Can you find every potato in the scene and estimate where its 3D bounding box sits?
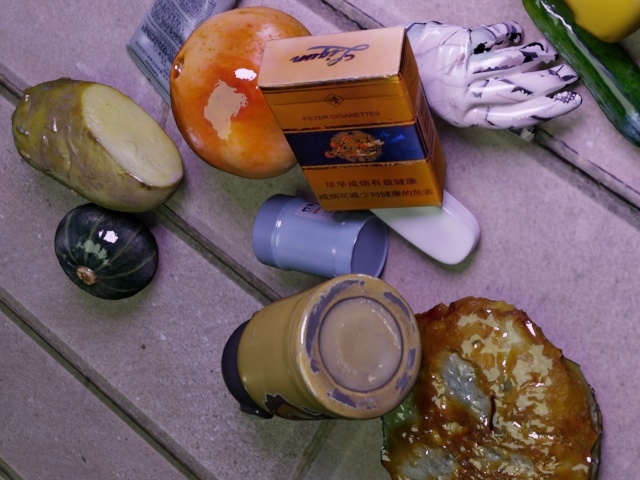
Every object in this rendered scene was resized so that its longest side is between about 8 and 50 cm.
[{"bbox_3d":[-0.325,-0.141,1.373,0.298,0.141,0.176,24,136,17],"label":"potato"}]

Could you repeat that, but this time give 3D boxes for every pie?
[{"bbox_3d":[0.211,0.236,1.182,0.288,0.103,0.355,8,108,33],"label":"pie"}]

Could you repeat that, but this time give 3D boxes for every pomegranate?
[{"bbox_3d":[-0.089,-0.176,1.141,0.209,0.209,0.209,15,119,30],"label":"pomegranate"}]

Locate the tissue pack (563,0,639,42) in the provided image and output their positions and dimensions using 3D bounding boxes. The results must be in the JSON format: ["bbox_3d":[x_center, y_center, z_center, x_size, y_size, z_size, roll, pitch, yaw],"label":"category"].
[{"bbox_3d":[0.261,-0.288,0.886,0.178,0.123,0.127,42,133,13],"label":"tissue pack"}]

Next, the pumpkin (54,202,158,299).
[{"bbox_3d":[-0.333,0.016,1.456,0.167,0.125,0.167,29,150,19],"label":"pumpkin"}]

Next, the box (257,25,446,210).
[{"bbox_3d":[0.043,-0.124,1.024,0.152,0.070,0.237,-2,146,19],"label":"box"}]

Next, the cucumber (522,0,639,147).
[{"bbox_3d":[0.298,-0.170,0.962,0.250,0.056,0.056,53,131,4],"label":"cucumber"}]

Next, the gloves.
[{"bbox_3d":[0.176,-0.173,1.017,0.212,0.111,0.128,24,121,33],"label":"gloves"}]

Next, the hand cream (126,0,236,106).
[{"bbox_3d":[-0.163,-0.313,1.230,0.124,0.077,0.341,50,138,5],"label":"hand cream"}]

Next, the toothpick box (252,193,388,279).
[{"bbox_3d":[0.000,0.000,1.225,0.153,0.101,0.101,14,118,29],"label":"toothpick box"}]

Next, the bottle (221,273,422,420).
[{"bbox_3d":[-0.022,0.156,1.233,0.172,0.171,0.351,59,153,-2],"label":"bottle"}]

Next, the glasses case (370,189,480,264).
[{"bbox_3d":[0.112,-0.046,1.155,0.193,0.049,0.074,39,128,16],"label":"glasses case"}]
